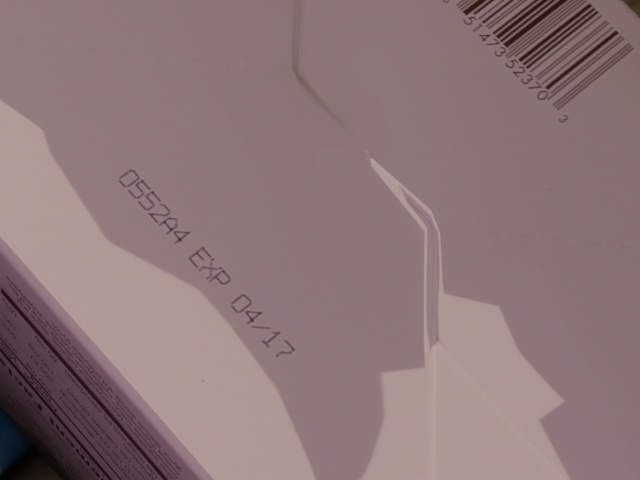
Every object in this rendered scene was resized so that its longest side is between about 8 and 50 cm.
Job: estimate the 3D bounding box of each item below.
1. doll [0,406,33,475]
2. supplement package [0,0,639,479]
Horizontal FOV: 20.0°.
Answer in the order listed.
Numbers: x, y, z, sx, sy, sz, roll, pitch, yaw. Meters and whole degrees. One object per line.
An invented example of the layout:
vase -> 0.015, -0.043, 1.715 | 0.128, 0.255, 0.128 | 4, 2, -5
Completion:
doll -> -0.146, 0.034, 0.646 | 0.189, 0.046, 0.129 | -7, 60, -5
supplement package -> 0.000, 0.000, 0.580 | 0.204, 0.145, 0.262 | -38, 80, -23
